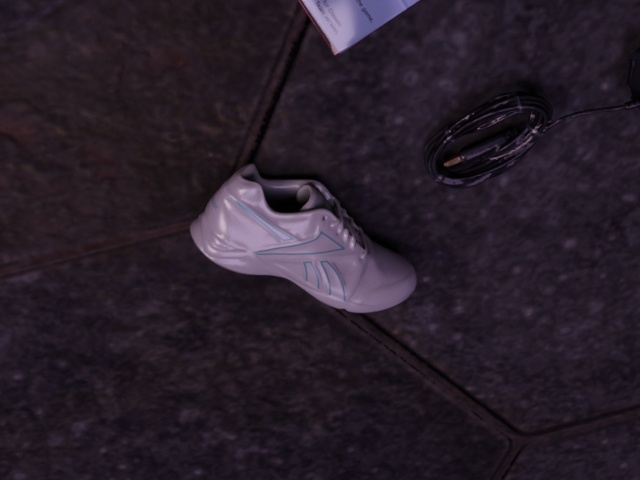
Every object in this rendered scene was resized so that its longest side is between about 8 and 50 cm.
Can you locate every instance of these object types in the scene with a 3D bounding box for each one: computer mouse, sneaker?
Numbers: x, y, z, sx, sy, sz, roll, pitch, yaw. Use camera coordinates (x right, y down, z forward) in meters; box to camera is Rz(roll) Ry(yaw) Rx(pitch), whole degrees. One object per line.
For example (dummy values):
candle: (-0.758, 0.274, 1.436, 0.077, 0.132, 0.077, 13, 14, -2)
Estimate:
computer mouse: (0.176, -0.088, 0.902, 0.242, 0.041, 0.071, -16, 134, 10)
sneaker: (0.000, 0.000, 0.920, 0.152, 0.054, 0.061, 18, 122, -26)

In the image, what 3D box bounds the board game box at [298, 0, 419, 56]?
board game box: (-0.013, -0.233, 0.629, 0.145, 0.027, 0.281, -32, 99, 20)
